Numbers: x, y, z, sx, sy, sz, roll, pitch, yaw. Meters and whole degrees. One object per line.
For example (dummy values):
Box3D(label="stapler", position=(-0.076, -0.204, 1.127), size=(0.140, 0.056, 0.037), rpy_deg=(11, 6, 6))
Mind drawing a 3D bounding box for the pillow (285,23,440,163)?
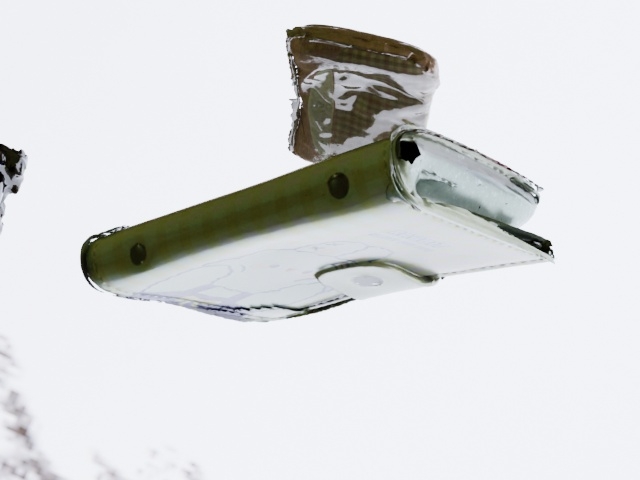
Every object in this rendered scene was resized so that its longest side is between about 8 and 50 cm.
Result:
Box3D(label="pillow", position=(0.034, -0.111, 1.546), size=(0.135, 0.211, 0.034), rpy_deg=(15, -118, 11))

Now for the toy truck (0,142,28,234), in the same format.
Box3D(label="toy truck", position=(-0.430, -0.032, 1.973), size=(0.161, 0.177, 0.213), rpy_deg=(-76, -167, -45))

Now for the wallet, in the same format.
Box3D(label="wallet", position=(0.000, 0.000, 1.424), size=(0.309, 0.223, 0.077), rpy_deg=(-17, -110, 37))
